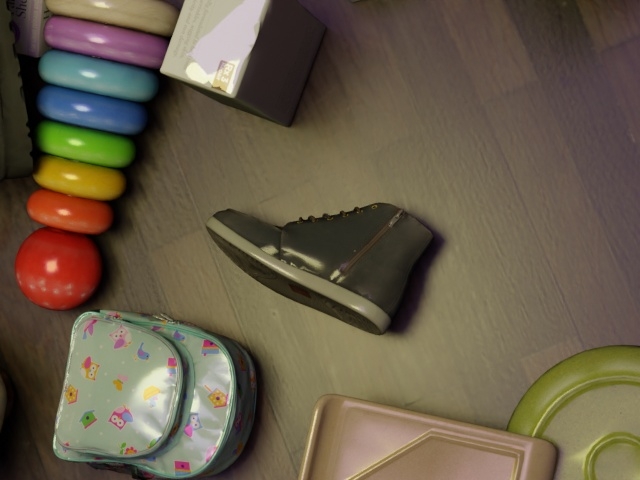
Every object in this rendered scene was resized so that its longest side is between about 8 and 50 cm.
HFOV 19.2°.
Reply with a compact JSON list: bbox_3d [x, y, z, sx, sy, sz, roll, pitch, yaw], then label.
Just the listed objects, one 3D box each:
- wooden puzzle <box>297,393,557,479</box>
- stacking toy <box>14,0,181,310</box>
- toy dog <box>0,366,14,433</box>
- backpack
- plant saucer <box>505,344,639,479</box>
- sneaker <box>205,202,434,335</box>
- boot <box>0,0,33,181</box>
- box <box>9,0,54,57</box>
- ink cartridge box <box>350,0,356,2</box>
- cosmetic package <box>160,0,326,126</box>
[{"bbox_3d":[0.089,0.275,1.803,0.238,0.044,0.221,12,88,-1],"label":"wooden puzzle"},{"bbox_3d":[-0.238,-0.090,1.922,0.141,0.141,0.330,12,93,14],"label":"stacking toy"},{"bbox_3d":[-0.511,0.136,1.909,0.408,0.284,0.395,24,79,9],"label":"toy dog"},{"bbox_3d":[-0.163,0.155,1.874,0.188,0.144,0.166,9,82,11],"label":"backpack"},{"bbox_3d":[0.290,0.220,1.816,0.241,0.037,0.241,-1,85,13],"label":"plant saucer"},{"bbox_3d":[0.000,0.000,1.891,0.222,0.083,0.118,27,73,21],"label":"sneaker"},{"bbox_3d":[-0.433,-0.196,1.834,0.260,0.131,0.348,-10,88,-18],"label":"boot"},{"bbox_3d":[-0.288,-0.350,1.921,0.067,0.063,0.324,15,113,14],"label":"box"},{"bbox_3d":[0.031,-0.339,1.888,0.060,0.104,0.180,-11,82,13],"label":"ink cartridge box"},{"bbox_3d":[-0.071,-0.187,1.833,0.085,0.231,0.117,20,89,14],"label":"cosmetic package"}]
